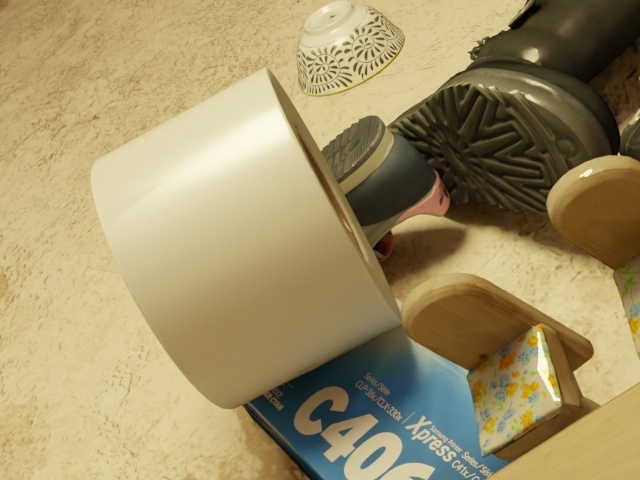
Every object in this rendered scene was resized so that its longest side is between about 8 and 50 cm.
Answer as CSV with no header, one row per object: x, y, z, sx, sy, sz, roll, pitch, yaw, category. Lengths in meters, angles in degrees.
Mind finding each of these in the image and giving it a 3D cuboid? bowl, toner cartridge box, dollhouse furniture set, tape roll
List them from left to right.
-0.061,-0.002,0.920,0.169,0.246,0.246,-27,32,5,tape roll
0.026,-0.289,1.537,0.170,0.080,0.170,-22,32,15,bowl
0.060,0.151,0.911,0.165,0.075,0.348,-38,32,-13,toner cartridge box
0.189,0.079,0.518,0.394,0.256,0.362,-41,36,30,dollhouse furniture set

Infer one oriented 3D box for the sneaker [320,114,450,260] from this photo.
0.000,0.000,1.151,0.319,0.131,0.112,-35,29,42,sneaker

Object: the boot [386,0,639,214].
0.295,-0.217,1.101,0.445,0.146,0.367,-39,16,-16,boot

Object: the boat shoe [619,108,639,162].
0.415,-0.170,1.026,0.306,0.113,0.105,-47,26,4,boat shoe
